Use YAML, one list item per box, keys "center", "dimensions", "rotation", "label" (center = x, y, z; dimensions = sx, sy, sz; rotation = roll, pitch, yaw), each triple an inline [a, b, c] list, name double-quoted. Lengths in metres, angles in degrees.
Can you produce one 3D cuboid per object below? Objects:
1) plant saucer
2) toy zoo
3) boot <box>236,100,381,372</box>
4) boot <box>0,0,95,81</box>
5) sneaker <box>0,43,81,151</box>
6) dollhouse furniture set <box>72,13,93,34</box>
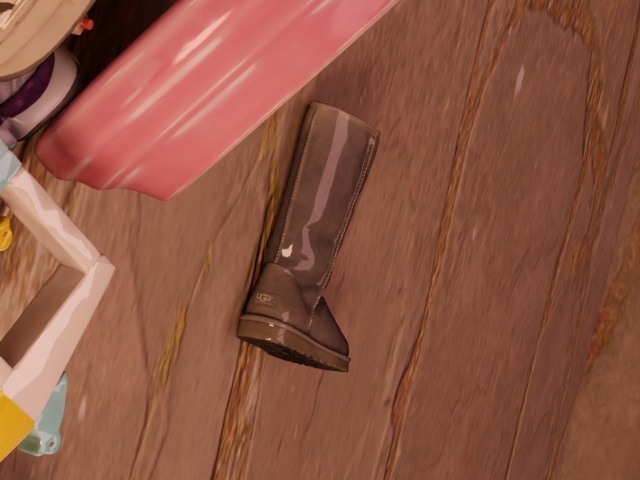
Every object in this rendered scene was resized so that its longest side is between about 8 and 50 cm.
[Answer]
- center: [-0.027, -0.136, 1.192]
  dimensions: [0.332, 0.084, 0.332]
  rotation: [-41, -174, 5]
  label: "plant saucer"
- center: [-0.219, 0.024, 0.983]
  dimensions: [0.192, 0.030, 0.293]
  rotation: [-55, 132, -22]
  label: "toy zoo"
- center: [0.002, 0.001, 1.669]
  dimensions: [0.189, 0.076, 0.209]
  rotation: [43, 59, -69]
  label: "boot"
- center: [-0.163, -0.224, 0.731]
  dimensions: [0.284, 0.138, 0.377]
  rotation: [2, 136, -45]
  label: "boot"
- center: [-0.234, -0.053, 1.048]
  dimensions: [0.098, 0.083, 0.224]
  rotation: [51, 61, -20]
  label: "sneaker"
- center: [-0.171, -0.214, 0.971]
  dimensions: [0.129, 0.129, 0.184]
  rotation: [-66, 158, -20]
  label: "dollhouse furniture set"
